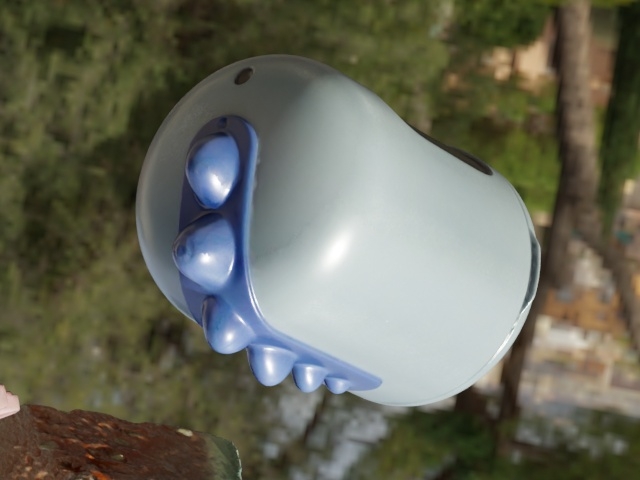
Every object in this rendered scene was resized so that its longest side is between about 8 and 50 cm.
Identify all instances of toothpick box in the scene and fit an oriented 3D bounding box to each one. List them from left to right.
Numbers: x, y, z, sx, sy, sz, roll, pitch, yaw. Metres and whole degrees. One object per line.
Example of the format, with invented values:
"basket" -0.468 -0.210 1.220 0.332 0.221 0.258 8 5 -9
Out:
"toothpick box" 0.000 0.000 1.503 0.263 0.263 0.354 8 168 36

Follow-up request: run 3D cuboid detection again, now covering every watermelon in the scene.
"watermelon" -0.209 0.234 1.680 0.256 0.140 0.193 27 -154 -18

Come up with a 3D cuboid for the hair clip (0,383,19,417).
"hair clip" -0.229 0.100 1.043 0.123 0.102 0.138 -18 -151 -16
